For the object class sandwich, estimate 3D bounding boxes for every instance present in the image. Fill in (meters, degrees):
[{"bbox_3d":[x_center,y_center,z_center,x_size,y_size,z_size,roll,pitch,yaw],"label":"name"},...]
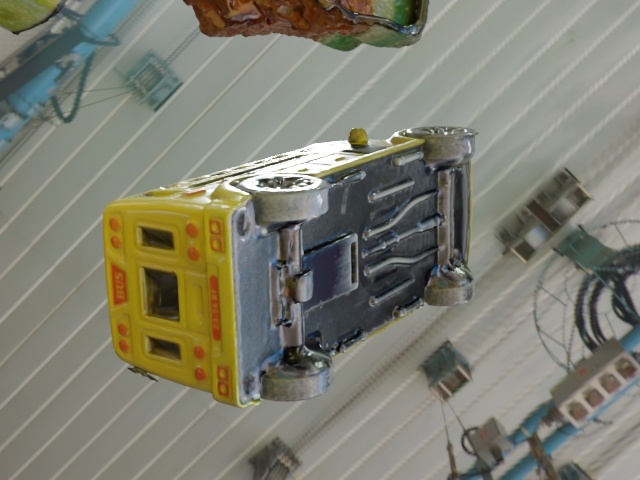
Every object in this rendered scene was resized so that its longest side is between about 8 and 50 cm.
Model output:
[{"bbox_3d":[-0.033,-0.257,0.770,0.212,0.109,0.292,-44,-82,-25],"label":"sandwich"}]

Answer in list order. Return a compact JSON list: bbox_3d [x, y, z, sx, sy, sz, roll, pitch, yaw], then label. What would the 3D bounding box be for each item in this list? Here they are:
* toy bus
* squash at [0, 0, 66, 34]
[{"bbox_3d":[0.000,0.000,0.728,0.152,0.330,0.144,8,-73,32],"label":"toy bus"},{"bbox_3d":[-0.182,-0.154,0.364,0.188,0.095,0.095,16,-71,-49],"label":"squash"}]
